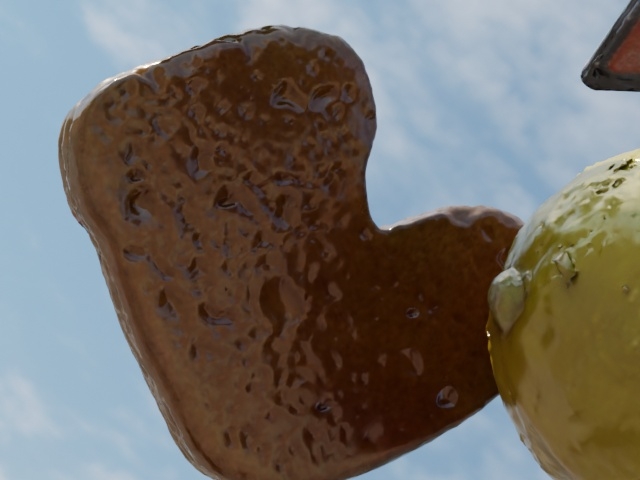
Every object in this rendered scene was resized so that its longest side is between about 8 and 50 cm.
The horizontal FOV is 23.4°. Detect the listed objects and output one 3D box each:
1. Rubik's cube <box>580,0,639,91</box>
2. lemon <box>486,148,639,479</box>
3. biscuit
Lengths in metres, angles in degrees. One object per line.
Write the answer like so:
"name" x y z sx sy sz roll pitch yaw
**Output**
"Rubik's cube" 0.247 -0.134 0.699 0.190 0.178 0.211 35 -63 -6
"lemon" 0.224 0.058 0.832 0.236 0.263 0.236 167 -90 -73
"biscuit" -0.001 0.000 0.906 0.052 0.262 0.277 1 -62 64
